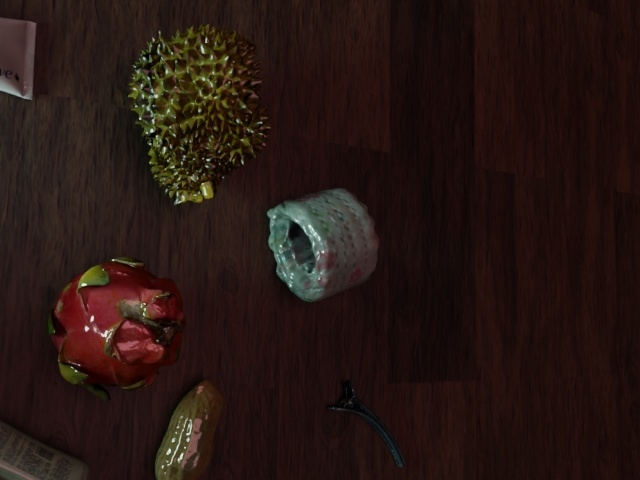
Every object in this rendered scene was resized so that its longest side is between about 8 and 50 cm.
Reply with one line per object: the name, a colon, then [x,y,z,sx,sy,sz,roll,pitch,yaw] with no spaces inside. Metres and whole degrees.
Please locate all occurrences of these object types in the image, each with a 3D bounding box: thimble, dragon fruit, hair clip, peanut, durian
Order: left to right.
dragon fruit: [-0.315,0.137,1.030,0.223,0.227,0.224,-1,92,-24]
peanut: [-0.221,0.339,1.133,0.093,0.083,0.194,30,71,-24]
durian: [-0.204,-0.216,1.115,0.258,0.258,0.293,-10,118,-29]
thimble: [0.000,0.000,1.245,0.149,0.185,0.211,-17,59,-31]
hair clip: [0.111,0.383,1.340,0.229,0.039,0.070,46,64,-18]

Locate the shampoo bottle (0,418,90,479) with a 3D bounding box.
shampoo bottle: [-0.478,0.340,0.986,0.234,0.087,0.118,38,52,-20]

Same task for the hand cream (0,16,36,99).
hand cream: [-0.571,-0.304,1.018,0.247,0.083,0.133,2,86,-38]
